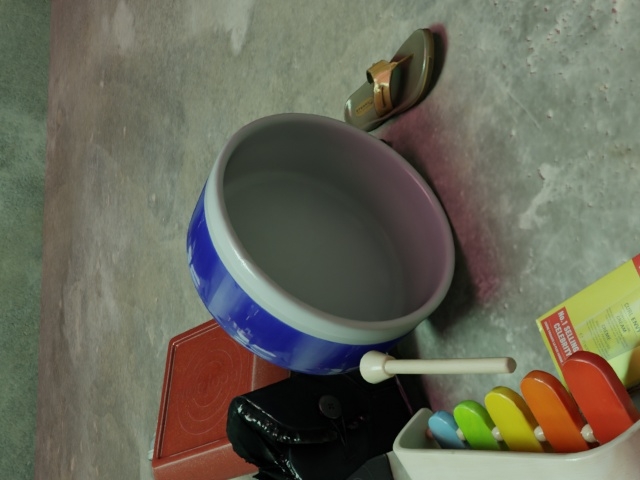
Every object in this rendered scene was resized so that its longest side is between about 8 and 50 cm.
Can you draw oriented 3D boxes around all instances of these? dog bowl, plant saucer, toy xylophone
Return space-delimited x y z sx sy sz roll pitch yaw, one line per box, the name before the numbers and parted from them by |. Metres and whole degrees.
dog bowl | 0.000 0.000 0.796 0.104 0.265 0.265 -54 46 46
plant saucer | -0.149 0.210 1.095 0.258 0.047 0.259 -26 48 35
toy xylophone | 0.162 0.174 0.625 0.322 0.081 0.236 -9 110 57

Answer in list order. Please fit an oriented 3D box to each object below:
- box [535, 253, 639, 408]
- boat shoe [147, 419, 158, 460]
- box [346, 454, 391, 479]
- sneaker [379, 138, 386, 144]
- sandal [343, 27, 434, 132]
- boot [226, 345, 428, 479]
box | 0.267 0.043 0.562 0.232 0.058 0.087 -46 53 48
boat shoe | -0.175 0.282 1.214 0.320 0.118 0.103 -39 49 45
box | -0.028 0.380 0.942 0.270 0.143 0.165 -43 55 48
sneaker | 0.064 -0.081 0.923 0.035 0.031 0.083 35 116 25
sandal | 0.070 -0.178 0.890 0.180 0.049 0.072 -32 62 53
boot | -0.013 0.141 0.819 0.094 0.207 0.246 -45 67 43
